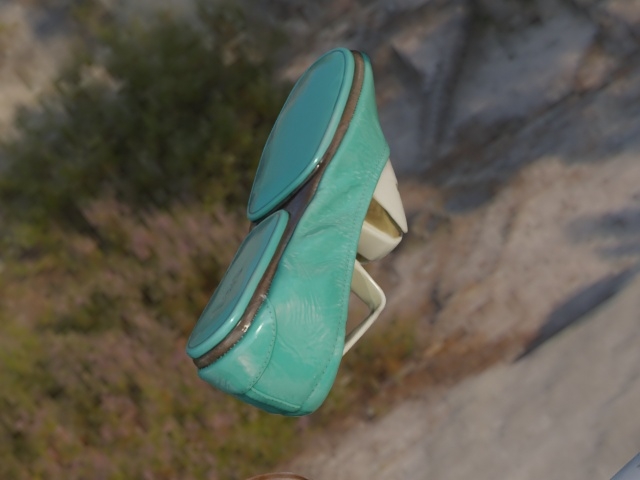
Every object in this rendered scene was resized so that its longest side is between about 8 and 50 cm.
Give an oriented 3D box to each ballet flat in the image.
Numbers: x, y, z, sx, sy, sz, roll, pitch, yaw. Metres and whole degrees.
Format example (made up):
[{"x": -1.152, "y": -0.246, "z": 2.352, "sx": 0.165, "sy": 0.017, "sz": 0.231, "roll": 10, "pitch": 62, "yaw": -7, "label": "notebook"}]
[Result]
[{"x": 0.000, "y": 0.000, "z": 0.995, "sx": 0.083, "sy": 0.087, "sz": 0.247, "roll": -33, "pitch": 26, "yaw": 40, "label": "ballet flat"}]

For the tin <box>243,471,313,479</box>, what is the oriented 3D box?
[{"x": -0.025, "y": 0.202, "z": 1.003, "sx": 0.106, "sy": 0.040, "sz": 0.190, "roll": -31, "pitch": 33, "yaw": 8, "label": "tin"}]

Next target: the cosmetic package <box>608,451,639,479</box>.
[{"x": 0.291, "y": 0.065, "z": 0.664, "sx": 0.365, "sy": 0.197, "sz": 0.155, "roll": -42, "pitch": 11, "yaw": -9, "label": "cosmetic package"}]
